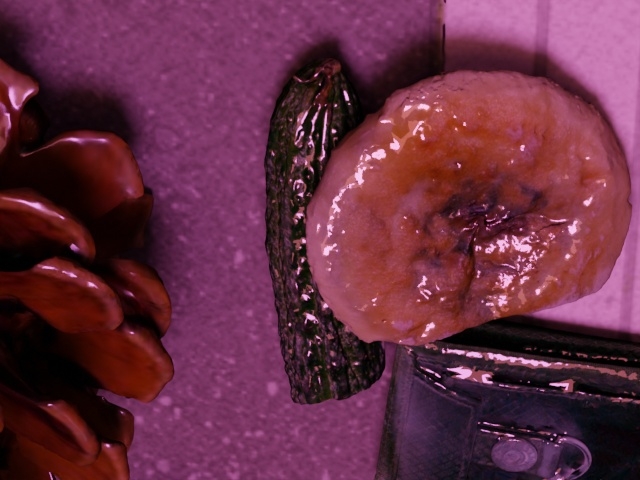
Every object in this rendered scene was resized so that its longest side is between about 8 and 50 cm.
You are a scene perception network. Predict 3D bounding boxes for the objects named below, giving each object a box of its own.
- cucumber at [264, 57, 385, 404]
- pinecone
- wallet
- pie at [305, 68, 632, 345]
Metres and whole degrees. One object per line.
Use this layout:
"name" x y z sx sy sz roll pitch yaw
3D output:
"cucumber" -0.001 0.000 1.327 0.077 0.077 0.265 -2 118 11
"pinecone" -0.274 0.086 1.255 0.384 0.384 0.384 4 120 7
"wallet" 0.162 0.133 1.386 0.236 0.055 0.160 10 128 3
"pie" 0.093 -0.026 1.269 0.218 0.052 0.185 -17 118 -4
